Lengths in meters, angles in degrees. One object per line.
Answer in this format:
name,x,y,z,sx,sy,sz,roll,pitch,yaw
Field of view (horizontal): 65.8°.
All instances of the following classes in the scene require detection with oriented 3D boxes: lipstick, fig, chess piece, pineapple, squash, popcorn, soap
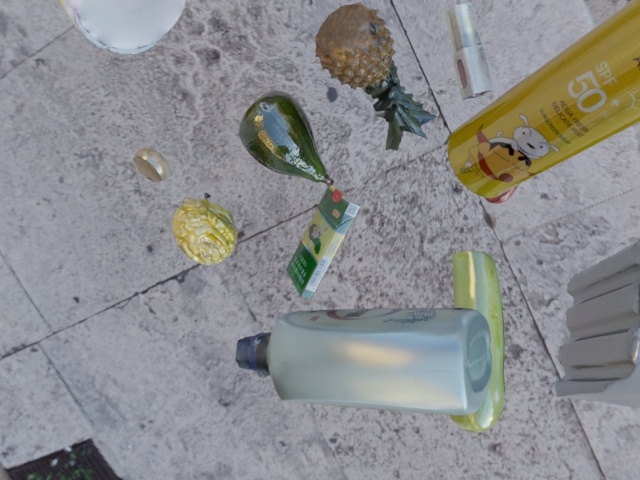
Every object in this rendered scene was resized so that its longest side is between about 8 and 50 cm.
lipstick,0.425,-0.541,1.419,0.077,0.079,0.253,-14,95,-14
fig,-0.051,-0.147,0.788,0.117,0.117,0.177,-31,110,19
chess piece,-0.377,-0.168,1.104,0.084,0.038,0.083,22,148,15
pineapple,0.094,-0.259,0.815,0.130,0.277,0.119,30,87,38
squash,0.219,0.140,0.699,0.083,0.083,0.250,3,73,12
popcorn,-0.288,-0.028,1.230,0.180,0.180,0.170,21,73,5
soap,0.736,0.212,1.143,0.213,0.435,0.350,14,74,11

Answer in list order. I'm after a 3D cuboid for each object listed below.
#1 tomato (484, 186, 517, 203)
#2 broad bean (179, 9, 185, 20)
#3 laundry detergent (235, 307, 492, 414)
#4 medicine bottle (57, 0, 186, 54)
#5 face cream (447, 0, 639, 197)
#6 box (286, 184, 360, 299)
tomato,0.623,-0.207,1.654,0.082,0.166,0.174,25,126,-30
broad bean,-0.411,-0.576,1.131,0.189,0.263,0.121,14,108,3
laundry detergent,0.040,0.130,0.565,0.280,0.215,0.105,-6,83,26
medicine bottle,-0.409,-0.531,0.867,0.213,0.213,0.378,-45,70,21
face cream,0.283,-0.156,0.498,0.105,0.105,0.349,49,145,-5
box,0.000,0.000,1.097,0.034,0.132,0.235,21,106,-26
